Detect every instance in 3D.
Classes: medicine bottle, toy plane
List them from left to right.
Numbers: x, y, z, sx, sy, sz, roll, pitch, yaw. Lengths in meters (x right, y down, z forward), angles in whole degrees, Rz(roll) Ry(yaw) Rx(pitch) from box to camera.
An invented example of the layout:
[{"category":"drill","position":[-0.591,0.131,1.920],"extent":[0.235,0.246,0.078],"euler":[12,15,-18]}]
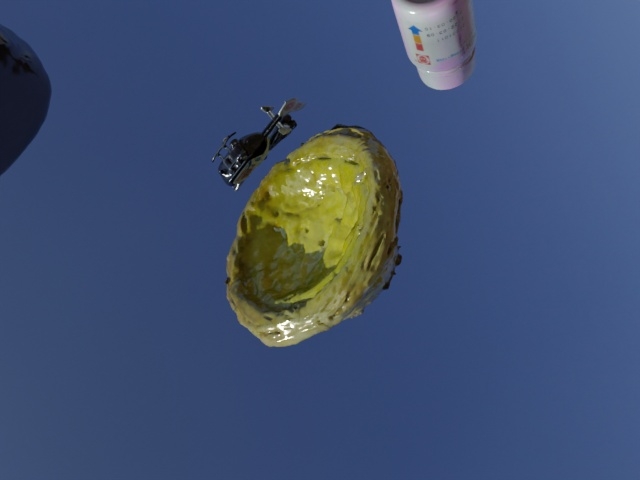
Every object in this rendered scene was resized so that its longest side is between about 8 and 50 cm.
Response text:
[{"category":"toy plane","position":[-0.100,-0.145,0.850],"extent":[0.053,0.197,0.078],"euler":[52,-152,15]},{"category":"medicine bottle","position":[0.240,-0.434,1.133],"extent":[0.254,0.152,0.152],"euler":[45,-133,-60]}]

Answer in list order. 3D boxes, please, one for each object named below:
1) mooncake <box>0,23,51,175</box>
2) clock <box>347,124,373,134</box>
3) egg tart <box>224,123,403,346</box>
[{"category":"mooncake","position":[-0.462,-0.154,0.628],"extent":[0.141,0.283,0.283],"euler":[42,-125,9]},{"category":"clock","position":[0.057,-0.173,1.005],"extent":[0.085,0.085,0.017],"euler":[21,-126,-27]},{"category":"egg tart","position":[0.000,0.000,0.813],"extent":[0.132,0.345,0.345],"euler":[26,-118,-39]}]
